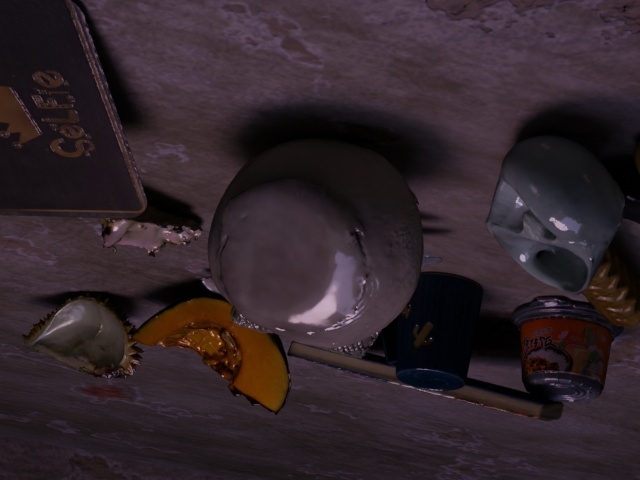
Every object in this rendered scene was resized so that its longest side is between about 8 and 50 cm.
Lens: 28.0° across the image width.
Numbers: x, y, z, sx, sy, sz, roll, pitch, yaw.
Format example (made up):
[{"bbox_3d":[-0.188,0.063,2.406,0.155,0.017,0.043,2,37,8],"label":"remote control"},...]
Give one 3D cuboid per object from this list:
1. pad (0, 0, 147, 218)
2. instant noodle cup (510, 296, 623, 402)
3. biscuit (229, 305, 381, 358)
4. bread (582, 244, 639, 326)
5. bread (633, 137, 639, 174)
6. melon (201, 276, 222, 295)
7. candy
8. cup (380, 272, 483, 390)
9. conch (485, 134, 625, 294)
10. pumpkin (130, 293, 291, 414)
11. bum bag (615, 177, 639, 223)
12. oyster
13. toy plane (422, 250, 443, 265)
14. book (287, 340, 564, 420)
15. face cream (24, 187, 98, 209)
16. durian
[{"bbox_3d":[-0.325,-0.129,1.485,0.314,0.063,0.375,0,140,11],"label":"pad"},{"bbox_3d":[0.387,0.184,2.037,0.177,0.126,0.208,-12,150,43],"label":"instant noodle cup"},{"bbox_3d":[-0.006,0.098,1.977,0.249,0.046,0.147,18,116,-28],"label":"biscuit"},{"bbox_3d":[0.368,0.031,1.740,0.084,0.077,0.367,-8,152,27],"label":"bread"},{"bbox_3d":[0.413,-0.087,1.454,0.115,0.056,0.082,-4,155,30],"label":"bread"},{"bbox_3d":[-0.103,0.069,2.045,0.182,0.054,0.098,-15,142,44],"label":"melon"},{"bbox_3d":[0.000,0.000,1.609,0.295,0.185,0.296,10,123,16],"label":"candy"},{"bbox_3d":[0.164,0.147,1.994,0.176,0.155,0.131,-16,147,43],"label":"cup"},{"bbox_3d":[0.278,-0.029,1.500,0.120,0.185,0.221,-14,166,-12],"label":"conch"},{"bbox_3d":[-0.153,0.145,2.180,0.312,0.148,0.169,23,118,17],"label":"pumpkin"},{"bbox_3d":[0.463,-0.028,1.552,0.309,0.074,0.137,10,175,-1],"label":"bum bag"},{"bbox_3d":[-0.258,-0.025,1.863,0.132,0.072,0.209,-21,164,41],"label":"oyster"},{"bbox_3d":[0.023,0.050,1.816,0.212,0.088,0.267,21,140,-25],"label":"toy plane"},{"bbox_3d":[0.185,0.236,2.168,0.427,0.039,0.300,13,177,19],"label":"book"},{"bbox_3d":[-0.444,-0.098,1.693,0.348,0.105,0.105,4,158,14],"label":"face cream"},{"bbox_3d":[-0.413,0.176,2.309,0.252,0.139,0.144,24,163,19],"label":"durian"}]
